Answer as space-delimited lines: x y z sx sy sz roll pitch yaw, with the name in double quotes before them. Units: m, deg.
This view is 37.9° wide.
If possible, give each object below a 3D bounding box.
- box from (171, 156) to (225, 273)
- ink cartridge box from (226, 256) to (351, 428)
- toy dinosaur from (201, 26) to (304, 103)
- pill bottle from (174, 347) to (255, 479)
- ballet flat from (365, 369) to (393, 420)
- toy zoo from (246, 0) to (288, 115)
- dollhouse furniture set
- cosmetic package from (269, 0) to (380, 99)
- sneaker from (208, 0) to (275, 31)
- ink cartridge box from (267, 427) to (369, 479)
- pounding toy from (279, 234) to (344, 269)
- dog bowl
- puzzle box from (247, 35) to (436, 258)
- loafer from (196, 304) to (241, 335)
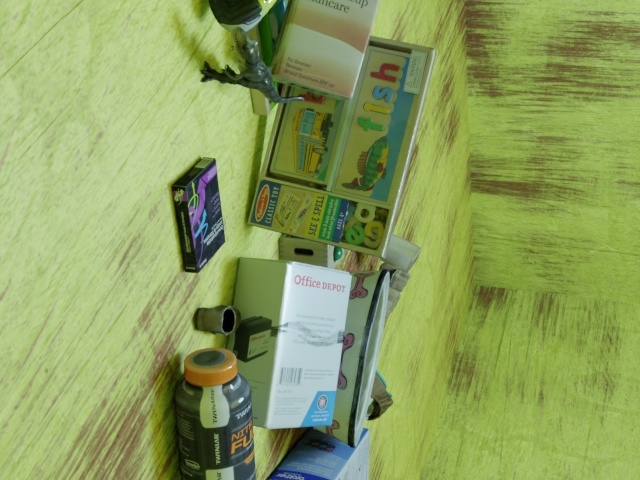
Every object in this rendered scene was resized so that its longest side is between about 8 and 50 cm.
"box" -0.200 -0.042 1.552 0.116 0.029 0.162 -56 148 -55
"ink cartridge box" -0.066 0.198 1.801 0.223 0.129 0.307 13 83 -54
"toy dinosaur" -0.124 -0.276 1.560 0.268 0.118 0.064 36 62 -70
"pill bottle" -0.179 0.307 1.572 0.130 0.130 0.246 -47 139 -61
"ballet flat" 0.124 0.434 2.601 0.124 0.116 0.342 -57 158 -14
"toy zoo" -0.074 -0.394 1.810 0.293 0.030 0.192 -59 150 -50
"dollhouse furniture set" 0.149 0.100 2.553 0.242 0.161 0.212 -68 170 27
"cosmetic package" 0.019 -0.413 1.666 0.129 0.153 0.296 -148 -108 -78
"sneaker" -0.079 -0.499 1.584 0.147 0.145 0.385 65 38 -59
"ink cartridge box" -0.010 0.620 2.152 0.395 0.151 0.270 -37 130 -67
"pounding toy" 0.000 0.000 1.989 0.130 0.141 0.100 -46 138 -62
"dog bowl" 0.048 0.253 2.121 0.408 0.150 0.408 10 90 -82
"puzzle box" 0.040 -0.194 1.771 0.052 0.272 0.409 25 78 -79
"loafer" -0.172 0.145 1.663 0.148 0.050 0.056 3 93 -72
